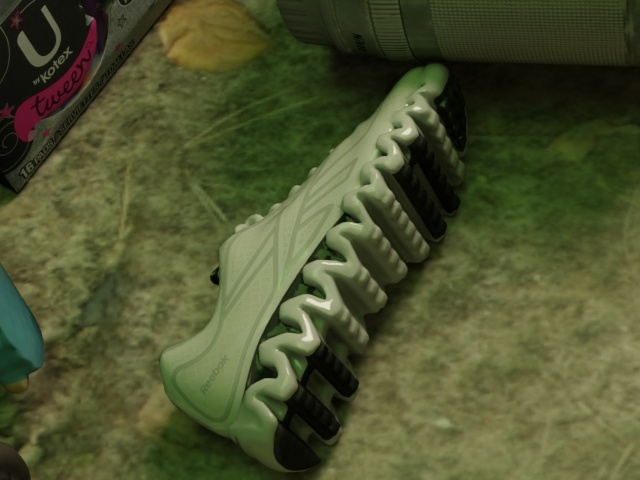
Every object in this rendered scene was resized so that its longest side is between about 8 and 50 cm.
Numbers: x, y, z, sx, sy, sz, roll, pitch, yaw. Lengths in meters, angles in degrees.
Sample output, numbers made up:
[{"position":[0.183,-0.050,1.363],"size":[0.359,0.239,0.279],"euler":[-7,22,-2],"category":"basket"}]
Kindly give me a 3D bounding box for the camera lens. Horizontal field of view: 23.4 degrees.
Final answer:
[{"position":[0.121,-0.226,1.015],"size":[0.274,0.219,0.219],"euler":[3,62,14],"category":"camera lens"}]

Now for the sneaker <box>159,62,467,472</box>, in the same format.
[{"position":[0.000,0.000,0.989],"size":[0.118,0.110,0.292],"euler":[18,66,31],"category":"sneaker"}]

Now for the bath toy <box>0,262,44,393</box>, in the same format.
[{"position":[-0.354,0.103,0.970],"size":[0.348,0.129,0.151],"euler":[-32,24,-11],"category":"bath toy"}]

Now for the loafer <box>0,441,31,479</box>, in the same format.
[{"position":[-0.330,0.237,0.906],"size":[0.366,0.134,0.130],"euler":[-44,62,-13],"category":"loafer"}]

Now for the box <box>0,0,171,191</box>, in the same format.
[{"position":[-0.223,-0.191,1.118],"size":[0.163,0.142,0.247],"euler":[27,70,25],"category":"box"}]
